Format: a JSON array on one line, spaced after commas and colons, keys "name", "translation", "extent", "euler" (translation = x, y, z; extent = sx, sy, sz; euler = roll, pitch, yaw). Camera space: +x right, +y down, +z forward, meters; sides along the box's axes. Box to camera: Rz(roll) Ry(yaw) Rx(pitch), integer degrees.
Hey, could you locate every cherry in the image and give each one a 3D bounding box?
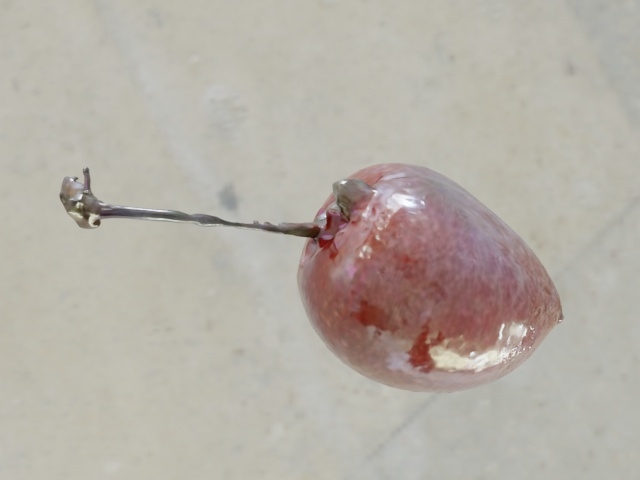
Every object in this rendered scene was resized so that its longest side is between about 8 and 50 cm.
[{"name": "cherry", "translation": [0.000, 0.000, 0.816], "extent": [0.225, 0.090, 0.107], "euler": [22, 33, -12]}]
